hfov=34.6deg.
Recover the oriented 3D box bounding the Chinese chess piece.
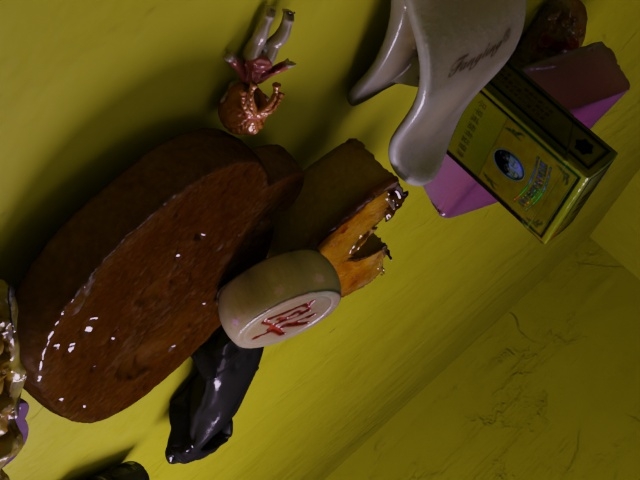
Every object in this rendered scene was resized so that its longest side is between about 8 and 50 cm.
[{"bbox_3d":[-0.039,0.057,0.993,0.122,0.051,0.122,-24,158,-10],"label":"Chinese chess piece"}]

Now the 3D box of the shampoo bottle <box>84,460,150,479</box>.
[{"bbox_3d":[-0.285,0.317,1.241,0.057,0.063,0.208,-41,168,20],"label":"shampoo bottle"}]

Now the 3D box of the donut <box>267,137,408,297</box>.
[{"bbox_3d":[-0.003,0.000,1.097,0.152,0.101,0.259,-30,164,-15],"label":"donut"}]

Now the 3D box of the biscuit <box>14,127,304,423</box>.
[{"bbox_3d":[-0.138,0.023,0.908,0.314,0.063,0.367,-46,165,-16],"label":"biscuit"}]

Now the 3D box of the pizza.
[{"bbox_3d":[0.289,-0.231,1.377,0.199,0.062,0.188,-47,162,11],"label":"pizza"}]

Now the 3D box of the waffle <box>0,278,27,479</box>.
[{"bbox_3d":[-0.297,0.136,0.691,0.280,0.060,0.262,-56,151,-3],"label":"waffle"}]

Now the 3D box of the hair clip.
[{"bbox_3d":[0.108,-0.179,0.950,0.172,0.113,0.282,-33,158,-40],"label":"hair clip"}]

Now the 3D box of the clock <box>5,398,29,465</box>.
[{"bbox_3d":[-0.311,0.169,0.834,0.153,0.050,0.110,-31,157,-45],"label":"clock"}]

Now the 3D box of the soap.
[{"bbox_3d":[0.262,-0.139,1.347,0.181,0.081,0.259,-20,162,-29],"label":"soap"}]

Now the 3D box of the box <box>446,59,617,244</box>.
[{"bbox_3d":[0.218,-0.117,1.180,0.064,0.220,0.141,-37,162,-28],"label":"box"}]

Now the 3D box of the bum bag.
[{"bbox_3d":[-0.130,0.178,1.273,0.142,0.080,0.326,-40,161,-46],"label":"bum bag"}]

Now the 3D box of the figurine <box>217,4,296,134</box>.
[{"bbox_3d":[-0.050,-0.131,0.802,0.064,0.047,0.109,3,128,-31],"label":"figurine"}]
